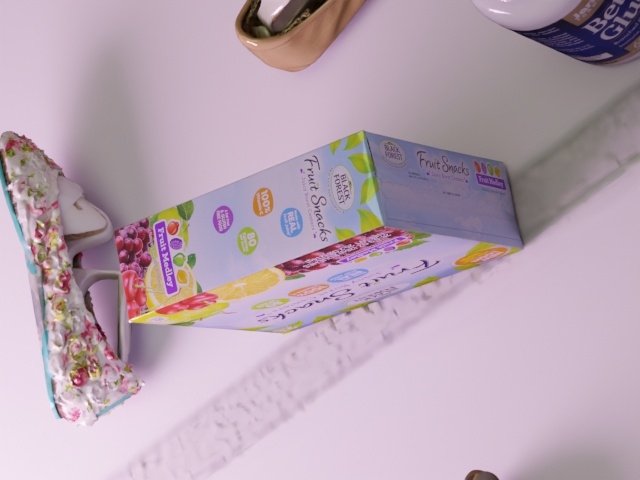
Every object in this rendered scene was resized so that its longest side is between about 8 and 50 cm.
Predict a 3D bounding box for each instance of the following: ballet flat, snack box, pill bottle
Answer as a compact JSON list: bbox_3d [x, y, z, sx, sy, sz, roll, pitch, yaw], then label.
[{"bbox_3d":[-0.186,0.023,1.490,0.077,0.091,0.241,-16,75,1],"label":"ballet flat"},{"bbox_3d":[0.024,-0.214,1.370,0.080,0.073,0.232,46,109,31],"label":"ballet flat"},{"bbox_3d":[0.000,0.000,1.288,0.207,0.174,0.070,-19,75,31],"label":"snack box"},{"bbox_3d":[0.145,-0.169,1.214,0.094,0.169,0.094,-7,79,35],"label":"pill bottle"}]

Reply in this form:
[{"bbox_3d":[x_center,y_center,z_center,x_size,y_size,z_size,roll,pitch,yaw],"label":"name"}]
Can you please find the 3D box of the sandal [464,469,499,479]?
[{"bbox_3d":[0.120,0.232,1.237,0.049,0.072,0.180,-7,73,13],"label":"sandal"}]
